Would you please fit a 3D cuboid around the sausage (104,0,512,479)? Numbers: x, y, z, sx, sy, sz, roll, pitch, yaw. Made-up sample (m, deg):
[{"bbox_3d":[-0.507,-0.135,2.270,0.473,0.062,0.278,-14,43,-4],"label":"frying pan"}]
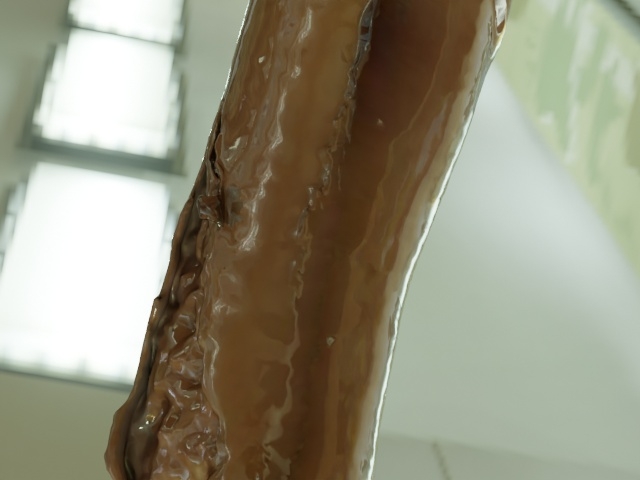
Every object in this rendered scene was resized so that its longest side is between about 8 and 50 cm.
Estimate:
[{"bbox_3d":[0.000,0.000,0.468,0.078,0.304,0.078,12,173,2],"label":"sausage"}]
